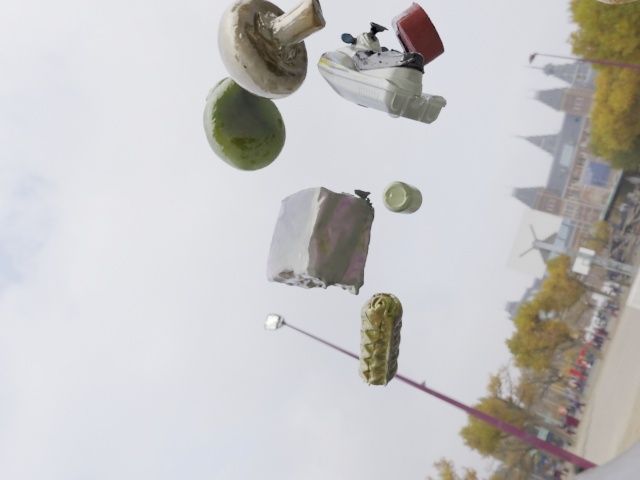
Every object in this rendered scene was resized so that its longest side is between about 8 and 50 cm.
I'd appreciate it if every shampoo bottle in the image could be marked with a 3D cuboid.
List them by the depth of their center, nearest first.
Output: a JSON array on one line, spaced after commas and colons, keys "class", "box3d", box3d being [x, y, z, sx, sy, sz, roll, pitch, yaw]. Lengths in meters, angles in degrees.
[{"class": "shampoo bottle", "box3d": [0.216, -0.106, 1.404, 0.162, 0.079, 0.079, -1, -72, -65]}]

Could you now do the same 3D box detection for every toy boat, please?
[{"class": "toy boat", "box3d": [0.093, -0.286, 0.932, 0.141, 0.269, 0.140, -17, -45, -18]}]

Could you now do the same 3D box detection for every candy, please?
[{"class": "candy", "box3d": [0.000, 0.000, 1.036, 0.137, 0.185, 0.195, 18, -105, -31]}]

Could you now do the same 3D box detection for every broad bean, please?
[{"class": "broad bean", "box3d": [-0.210, -0.328, 1.532, 0.238, 0.119, 0.290, -1, -109, -29]}]

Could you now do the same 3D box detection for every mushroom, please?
[{"class": "mushroom", "box3d": [-0.084, -0.390, 1.069, 0.207, 0.215, 0.207, 35, -136, -41]}]

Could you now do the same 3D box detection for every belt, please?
[{"class": "belt", "box3d": [0.324, -0.691, 1.874, 0.124, 0.128, 0.200, -35, -65, 5]}]

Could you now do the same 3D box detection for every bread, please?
[{"class": "bread", "box3d": [0.136, 0.226, 1.255, 0.087, 0.098, 0.269, -94, 1, -50]}]

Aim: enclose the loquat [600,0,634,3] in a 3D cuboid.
[{"class": "loquat", "box3d": [0.731, -0.680, 1.319, 0.238, 0.239, 0.193, 13, -84, -62]}]
